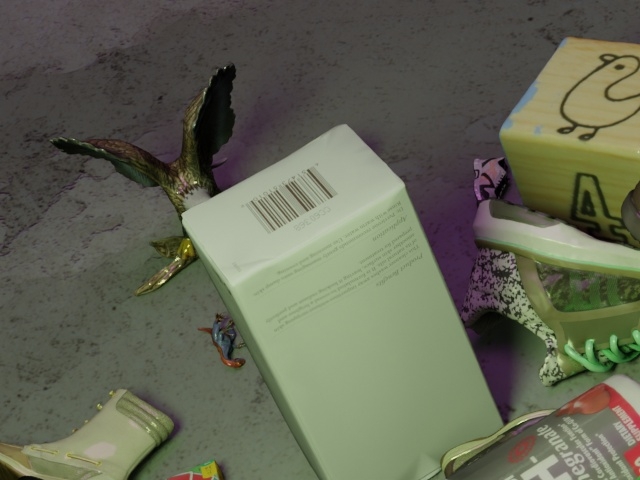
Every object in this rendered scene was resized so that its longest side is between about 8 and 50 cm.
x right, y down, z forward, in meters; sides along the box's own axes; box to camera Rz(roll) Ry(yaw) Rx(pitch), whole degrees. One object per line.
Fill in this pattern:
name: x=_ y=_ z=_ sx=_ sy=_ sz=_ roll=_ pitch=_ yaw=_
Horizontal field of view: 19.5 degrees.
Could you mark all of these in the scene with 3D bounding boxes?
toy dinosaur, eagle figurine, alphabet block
toy dinosaur: x=-0.118 y=0.132 z=2.345 sx=0.090 sy=0.047 sz=0.082 roll=-38 pitch=34 yaw=42
eagle figurine: x=-0.185 y=-0.094 z=2.415 sx=0.225 sy=0.298 sz=0.226 roll=9 pitch=49 yaw=37
alphabet block: x=0.359 y=-0.108 z=2.220 sx=0.197 sy=0.193 sz=0.192 roll=11 pitch=52 yaw=37

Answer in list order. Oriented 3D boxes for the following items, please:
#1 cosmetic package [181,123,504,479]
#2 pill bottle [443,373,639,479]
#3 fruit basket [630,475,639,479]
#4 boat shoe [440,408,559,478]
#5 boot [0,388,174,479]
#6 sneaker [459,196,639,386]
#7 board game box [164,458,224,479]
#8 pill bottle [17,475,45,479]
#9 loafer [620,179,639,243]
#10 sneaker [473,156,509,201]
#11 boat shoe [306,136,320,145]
cosmetic package: x=0.031 y=0.095 z=2.011 sx=0.217 sy=0.385 sz=0.156 roll=-29 pitch=39 yaw=-9
pill bottle: x=0.216 y=0.285 z=1.856 sx=0.318 sy=0.176 sz=0.176 roll=-31 pitch=38 yaw=-7
fruit basket: x=0.332 y=0.360 z=1.628 sx=0.327 sy=0.165 sz=0.353 roll=-41 pitch=28 yaw=-1
boat shoe: x=0.206 y=0.233 z=2.026 sx=0.152 sy=0.056 sz=0.049 roll=-27 pitch=42 yaw=13
boot: x=-0.296 y=0.249 z=2.262 sx=0.213 sy=0.077 sz=0.165 roll=13 pitch=51 yaw=36
sneaker: x=0.321 y=0.094 z=2.092 sx=0.410 sy=0.158 sz=0.182 roll=22 pitch=89 yaw=41
board game box: x=-0.149 y=0.364 z=2.084 sx=0.124 sy=0.039 sz=0.259 roll=-24 pitch=41 yaw=4
pill bottle: x=-0.365 y=0.379 z=2.110 sx=0.122 sy=0.123 sz=0.219 roll=8 pitch=48 yaw=35
loafer: x=0.510 y=-0.017 z=1.973 sx=0.365 sy=0.130 sz=0.134 roll=14 pitch=31 yaw=-4
sneaker: x=0.219 y=-0.072 z=2.377 sx=0.043 sy=0.040 sz=0.109 roll=-12 pitch=40 yaw=13
boat shoe: x=0.000 y=0.000 z=2.365 sx=0.116 sy=0.123 sz=0.324 roll=4 pitch=53 yaw=23
